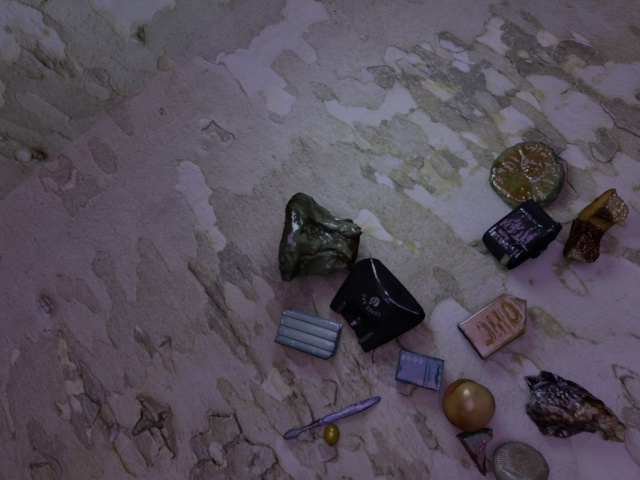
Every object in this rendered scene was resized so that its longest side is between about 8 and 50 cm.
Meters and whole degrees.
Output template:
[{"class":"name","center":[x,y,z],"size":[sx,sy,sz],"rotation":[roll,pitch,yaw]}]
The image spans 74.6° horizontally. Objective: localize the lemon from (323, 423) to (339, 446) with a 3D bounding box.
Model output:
[{"class":"lemon","center":[0.042,0.743,1.603],"size":[0.062,0.062,0.084],"rotation":[1,80,13]}]

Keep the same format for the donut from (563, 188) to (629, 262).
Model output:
[{"class":"donut","center":[1.023,-0.038,1.582],"size":[0.112,0.151,0.295],"rotation":[34,96,7]}]

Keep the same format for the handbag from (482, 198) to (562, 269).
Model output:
[{"class":"handbag","center":[0.771,-0.012,1.607],"size":[0.254,0.181,0.182],"rotation":[-36,62,1]}]

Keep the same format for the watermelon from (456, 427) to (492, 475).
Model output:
[{"class":"watermelon","center":[0.537,0.734,1.476],"size":[0.121,0.098,0.159],"rotation":[10,79,16]}]

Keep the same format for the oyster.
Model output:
[{"class":"oyster","center":[0.855,0.581,1.446],"size":[0.270,0.100,0.276],"rotation":[-27,73,20]}]

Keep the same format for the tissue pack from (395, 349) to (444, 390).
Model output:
[{"class":"tissue pack","center":[0.374,0.491,1.592],"size":[0.169,0.082,0.120],"rotation":[10,75,16]}]

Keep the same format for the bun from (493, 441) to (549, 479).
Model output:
[{"class":"bun","center":[0.673,0.778,1.416],"size":[0.172,0.114,0.167],"rotation":[2,33,25]}]

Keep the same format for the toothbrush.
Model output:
[{"class":"toothbrush","center":[0.045,0.689,1.634],"size":[0.412,0.042,0.035],"rotation":[-23,79,4]}]

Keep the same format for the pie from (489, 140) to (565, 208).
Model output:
[{"class":"pie","center":[0.843,-0.263,1.723],"size":[0.305,0.071,0.307],"rotation":[-5,71,15]}]

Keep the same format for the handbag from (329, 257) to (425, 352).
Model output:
[{"class":"handbag","center":[0.205,0.262,1.679],"size":[0.288,0.152,0.342],"rotation":[-46,67,14]}]

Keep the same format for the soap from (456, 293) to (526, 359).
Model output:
[{"class":"soap","center":[0.668,0.311,1.581],"size":[0.257,0.080,0.160],"rotation":[-35,69,1]}]

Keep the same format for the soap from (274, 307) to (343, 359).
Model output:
[{"class":"soap","center":[-0.050,0.378,1.711],"size":[0.261,0.094,0.150],"rotation":[15,88,19]}]

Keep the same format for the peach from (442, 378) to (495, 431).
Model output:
[{"class":"peach","center":[0.519,0.582,1.482],"size":[0.184,0.184,0.185],"rotation":[-4,72,12]}]

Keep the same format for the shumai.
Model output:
[{"class":"shumai","center":[0.000,0.000,1.713],"size":[0.322,0.325,0.398],"rotation":[11,35,-2]}]
